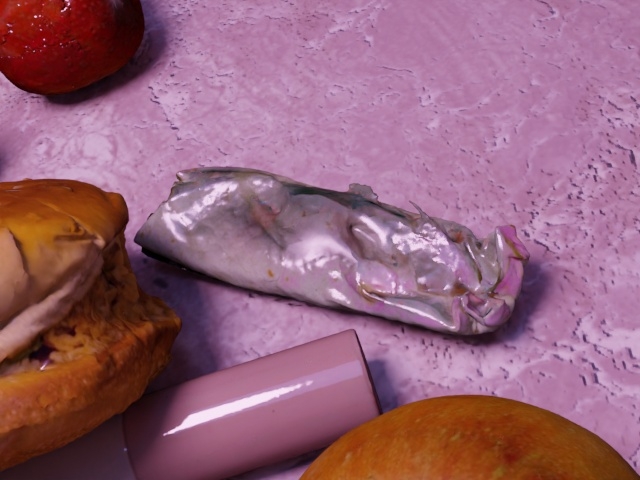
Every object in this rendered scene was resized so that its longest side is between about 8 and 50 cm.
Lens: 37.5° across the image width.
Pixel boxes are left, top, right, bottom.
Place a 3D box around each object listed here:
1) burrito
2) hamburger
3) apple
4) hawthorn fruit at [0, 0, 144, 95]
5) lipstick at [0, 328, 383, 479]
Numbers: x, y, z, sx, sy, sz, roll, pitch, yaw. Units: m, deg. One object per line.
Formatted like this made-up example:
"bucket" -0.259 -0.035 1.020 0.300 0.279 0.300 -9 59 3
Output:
"burrito" -0.001 0.004 0.697 0.309 0.066 0.096 12 62 26
"hamburger" -0.260 0.064 0.617 0.314 0.290 0.170 -20 97 4
"apple" 0.082 0.196 0.474 0.237 0.207 0.237 -12 65 26
"hawthorn fruit" -0.247 -0.198 0.863 0.172 0.148 0.148 -43 55 -1
"lipstick" -0.088 0.130 0.629 0.254 0.070 0.070 -18 53 2
